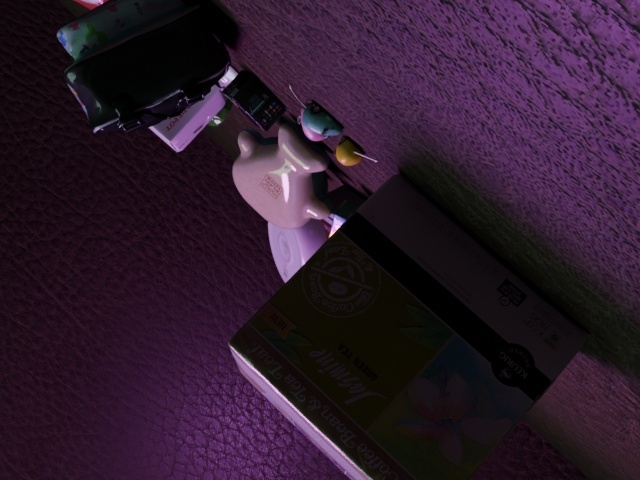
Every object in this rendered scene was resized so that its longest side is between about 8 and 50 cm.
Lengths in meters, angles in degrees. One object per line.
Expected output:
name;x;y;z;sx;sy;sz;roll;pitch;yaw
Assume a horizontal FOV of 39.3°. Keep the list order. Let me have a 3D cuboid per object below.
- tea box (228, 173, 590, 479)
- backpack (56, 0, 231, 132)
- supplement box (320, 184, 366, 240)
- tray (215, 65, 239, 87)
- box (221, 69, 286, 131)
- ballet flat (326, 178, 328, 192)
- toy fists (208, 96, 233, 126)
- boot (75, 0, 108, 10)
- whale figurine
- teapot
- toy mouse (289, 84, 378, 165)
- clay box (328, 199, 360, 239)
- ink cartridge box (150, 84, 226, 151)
tea box;0.108;0.155;1.195;0.329;0.323;0.220;41;166;12
backpack;-0.247;-0.255;1.286;0.253;0.225;0.191;-113;-3;-86
supplement box;0.077;0.027;1.710;0.130;0.073;0.239;39;152;54
tray;-0.208;-0.321;1.635;0.145;0.030;0.270;42;177;-13
box;-0.107;-0.226;1.451;0.083;0.052;0.062;43;179;-31
ballet flat;-0.050;-0.131;1.868;0.087;0.083;0.247;28;-174;-28
toy fists;-0.285;-0.330;1.940;0.142;0.096;0.279;33;180;-26
boot;-0.455;-0.495;1.881;0.244;0.088;0.176;35;174;44
whale figurine;-0.048;-0.133;1.593;0.216;0.141;0.272;43;153;2
teapot;0.000;0.000;2.140;0.252;0.187;0.256;149;107;-69
toy mouse;-0.003;-0.158;1.255;0.143;0.031;0.161;43;177;-21
clay box;0.070;0.045;1.597;0.127;0.053;0.222;25;134;13
ink cartridge box;-0.292;-0.280;1.660;0.191;0.139;0.082;41;175;9
